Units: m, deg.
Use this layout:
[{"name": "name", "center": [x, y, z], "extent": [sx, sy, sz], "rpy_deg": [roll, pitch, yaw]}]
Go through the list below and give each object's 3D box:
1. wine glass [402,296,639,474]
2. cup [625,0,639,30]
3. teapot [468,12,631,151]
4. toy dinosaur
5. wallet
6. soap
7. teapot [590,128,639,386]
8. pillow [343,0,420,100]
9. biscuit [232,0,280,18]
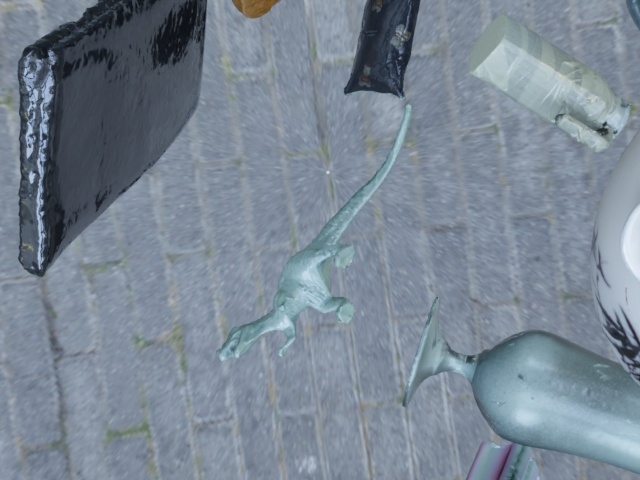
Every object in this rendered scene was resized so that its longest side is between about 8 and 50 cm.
[{"name": "wine glass", "center": [0.194, 0.130, 1.059], "extent": [0.231, 0.103, 0.103], "rpy_deg": [18, 93, 9]}, {"name": "cup", "center": [0.304, -0.272, 1.003], "extent": [0.199, 0.150, 0.199], "rpy_deg": [-11, 131, -13]}, {"name": "teapot", "center": [0.279, -0.179, 1.476], "extent": [0.200, 0.107, 0.077], "rpy_deg": [28, 129, -17]}, {"name": "toy dinosaur", "center": [0.025, 0.021, 1.459], "extent": [0.383, 0.129, 0.076], "rpy_deg": [-46, 132, 2]}, {"name": "wallet", "center": [-0.108, -0.084, 0.695], "extent": [0.025, 0.244, 0.124], "rpy_deg": [12, 118, 8]}, {"name": "soap", "center": [0.171, 0.275, 1.179], "extent": [0.056, 0.149, 0.100], "rpy_deg": [-9, 119, 31]}, {"name": "teapot", "center": [0.249, 0.010, 0.564], "extent": [0.300, 0.166, 0.208], "rpy_deg": [21, 105, -13]}, {"name": "pillow", "center": [0.079, -0.247, 1.504], "extent": [0.048, 0.090, 0.150], "rpy_deg": [12, 88, -33]}, {"name": "biscuit", "center": [0.020, -0.230, 0.633], "extent": [0.043, 0.183, 0.280], "rpy_deg": [54, 132, 19]}]
